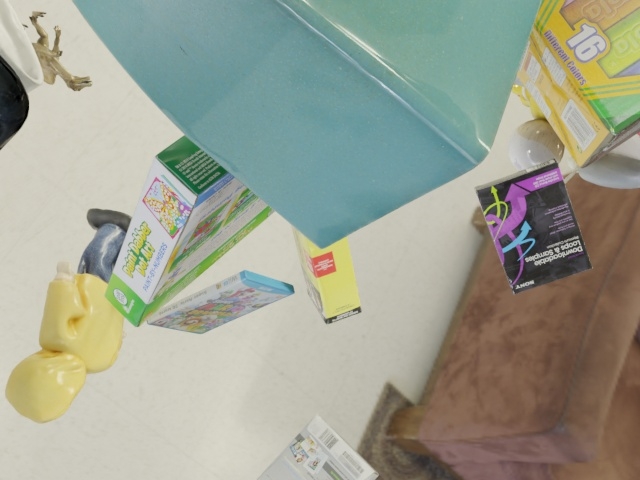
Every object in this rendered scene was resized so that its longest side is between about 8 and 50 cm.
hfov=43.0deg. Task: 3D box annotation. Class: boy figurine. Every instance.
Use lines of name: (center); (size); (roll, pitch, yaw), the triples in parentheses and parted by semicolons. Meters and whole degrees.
boy figurine: (-0.308, 0.105, 1.062); (0.177, 0.092, 0.285); (63, 41, -56)

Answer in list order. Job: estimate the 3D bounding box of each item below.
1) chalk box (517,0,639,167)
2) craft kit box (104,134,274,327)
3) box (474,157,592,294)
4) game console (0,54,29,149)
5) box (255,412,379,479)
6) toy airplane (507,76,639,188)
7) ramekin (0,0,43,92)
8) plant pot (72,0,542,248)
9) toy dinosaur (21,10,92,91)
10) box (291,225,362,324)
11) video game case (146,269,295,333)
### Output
chalk box: (0.259, -0.175, 0.610); (0.213, 0.132, 0.132); (-34, 81, 3)
craft kit box: (-0.086, -0.054, 0.797); (0.061, 0.246, 0.250); (41, 51, 7)
box: (0.294, -0.017, 1.120); (0.029, 0.116, 0.162); (-71, 139, -72)
game console: (-0.328, -0.033, 0.610); (0.213, 0.361, 0.044); (43, 37, -20)
box: (-0.017, 0.407, 1.355); (0.186, 0.145, 0.038); (-47, 151, -6)
toy airplane: (0.409, -0.192, 1.219); (0.386, 0.384, 0.272); (44, 99, -4)
ramekin: (-0.352, -0.206, 0.726); (0.109, 0.207, 0.207); (-29, 102, -3)
plant pot: (-0.019, -0.145, 0.481); (0.234, 0.165, 0.165); (36, 57, -18)
toy dinosaur: (-0.387, -0.259, 1.107); (0.053, 0.183, 0.092); (-34, 143, -34)
box: (0.000, 0.000, 1.100); (0.058, 0.087, 0.232); (-20, 129, -11)
video game case: (-0.133, 0.086, 1.095); (0.119, 0.166, 0.015); (24, 46, -57)
